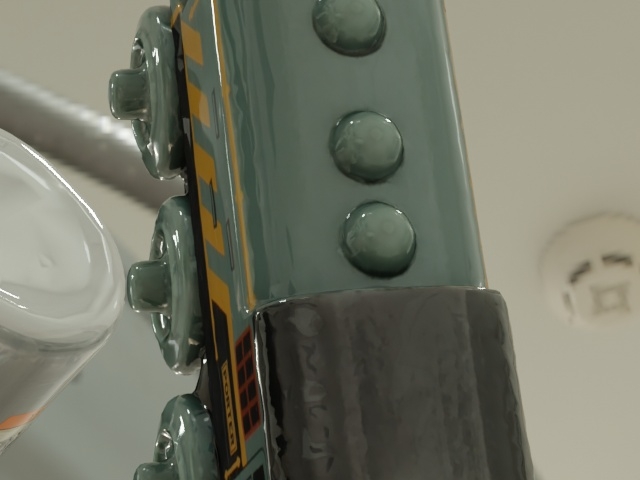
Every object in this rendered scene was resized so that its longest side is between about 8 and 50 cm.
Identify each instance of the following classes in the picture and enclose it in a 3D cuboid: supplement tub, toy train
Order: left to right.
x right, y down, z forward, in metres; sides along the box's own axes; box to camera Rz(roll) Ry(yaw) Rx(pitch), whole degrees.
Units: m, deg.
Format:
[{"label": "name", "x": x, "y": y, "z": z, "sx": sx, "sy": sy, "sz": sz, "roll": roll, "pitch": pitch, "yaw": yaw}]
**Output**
[{"label": "supplement tub", "x": -0.285, "y": 0.085, "z": 1.276, "sx": 0.194, "sy": 0.193, "sz": 0.316, "roll": 30, "pitch": -58, "yaw": -26}, {"label": "toy train", "x": 0.000, "y": 0.000, "z": 0.802, "sx": 0.142, "sy": 0.334, "sz": 0.190, "roll": 0, "pitch": -19, "yaw": -16}]
